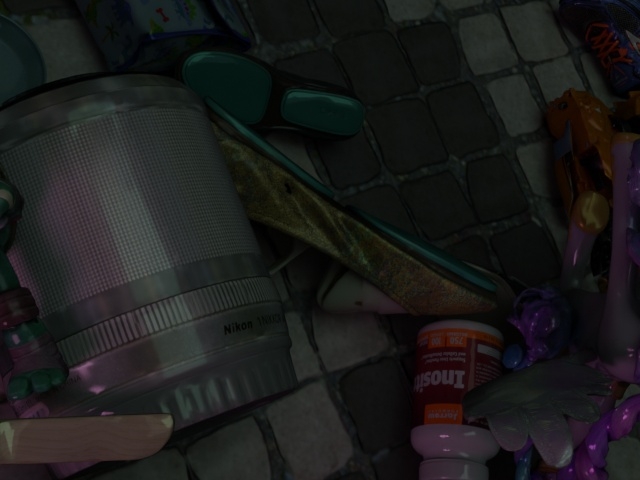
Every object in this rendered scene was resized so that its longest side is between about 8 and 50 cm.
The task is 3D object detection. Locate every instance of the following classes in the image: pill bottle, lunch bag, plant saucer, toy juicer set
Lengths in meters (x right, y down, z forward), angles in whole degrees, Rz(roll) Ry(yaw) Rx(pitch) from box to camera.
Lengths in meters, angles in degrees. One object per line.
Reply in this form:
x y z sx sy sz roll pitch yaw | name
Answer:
0.130 0.158 1.022 0.086 0.086 0.152 17 63 -22 | pill bottle
-0.146 -0.230 1.028 0.151 0.096 0.128 -16 76 -47 | lunch bag
-0.303 -0.149 0.948 0.119 0.021 0.119 10 66 -24 | plant saucer
-0.245 0.232 0.730 0.209 0.089 0.329 19 95 -5 | toy juicer set

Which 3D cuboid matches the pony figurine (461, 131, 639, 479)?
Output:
0.275 0.093 0.931 0.303 0.351 0.363 16 86 -1 | pony figurine

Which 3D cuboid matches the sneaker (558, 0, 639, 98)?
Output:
0.378 -0.225 1.315 0.221 0.083 0.087 38 65 -6 | sneaker

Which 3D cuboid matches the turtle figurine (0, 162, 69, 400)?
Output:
-0.245 -0.009 0.695 0.118 0.175 0.234 -28 105 -59 | turtle figurine

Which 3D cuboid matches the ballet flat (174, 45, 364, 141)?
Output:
-0.054 -0.140 1.054 0.203 0.074 0.074 12 65 -26 | ballet flat

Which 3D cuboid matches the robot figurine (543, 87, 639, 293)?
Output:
0.361 -0.033 1.225 0.211 0.085 0.291 -4 72 -29 | robot figurine

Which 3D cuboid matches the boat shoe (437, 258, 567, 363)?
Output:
0.190 0.073 1.118 0.206 0.075 0.065 27 17 -11 | boat shoe

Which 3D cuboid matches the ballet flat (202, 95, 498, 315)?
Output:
0.000 0.000 1.006 0.349 0.123 0.123 32 59 -12 | ballet flat

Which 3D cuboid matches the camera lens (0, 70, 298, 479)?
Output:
-0.157 0.023 0.839 0.219 0.219 0.274 -16 79 -32 | camera lens
